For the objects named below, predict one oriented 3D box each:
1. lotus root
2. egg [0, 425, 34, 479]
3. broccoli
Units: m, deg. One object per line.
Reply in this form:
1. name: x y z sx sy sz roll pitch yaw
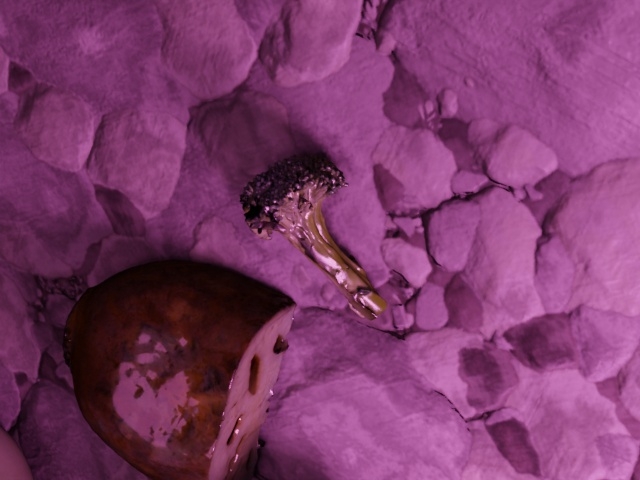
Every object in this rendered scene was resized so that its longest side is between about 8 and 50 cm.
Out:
1. lotus root: -0.191 0.147 1.739 0.260 0.149 0.267 26 118 20
2. egg: -0.472 0.329 1.958 0.186 0.186 0.253 -26 92 36
3. broccoli: 0.001 0.000 1.597 0.122 0.118 0.204 -34 108 7
